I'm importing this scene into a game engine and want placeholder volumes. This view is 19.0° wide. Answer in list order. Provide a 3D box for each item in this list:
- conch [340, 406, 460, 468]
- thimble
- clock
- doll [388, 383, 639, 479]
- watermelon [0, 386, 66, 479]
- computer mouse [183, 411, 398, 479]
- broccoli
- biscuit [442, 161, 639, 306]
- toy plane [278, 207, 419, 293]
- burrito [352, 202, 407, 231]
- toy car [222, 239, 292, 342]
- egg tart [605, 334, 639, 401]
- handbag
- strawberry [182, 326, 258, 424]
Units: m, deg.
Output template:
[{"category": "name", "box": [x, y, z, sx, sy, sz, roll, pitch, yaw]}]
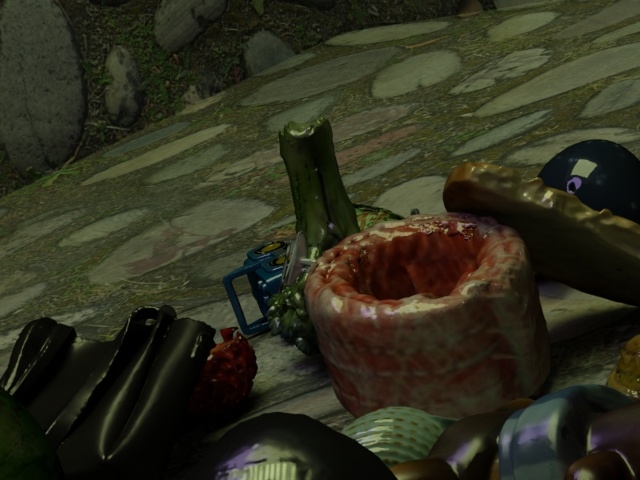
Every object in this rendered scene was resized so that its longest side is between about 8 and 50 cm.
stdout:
[{"category": "conch", "box": [0.073, 0.234, 1.587, 0.172, 0.131, 0.200, 11, 51, 11]}, {"category": "thimble", "box": [0.114, 0.084, 1.956, 0.239, 0.162, 0.239, -10, 26, 5]}, {"category": "clock", "box": [0.279, -0.025, 2.276, 0.243, 0.147, 0.199, -23, 11, 16]}, {"category": "doll", "box": [0.215, 0.207, 1.357, 0.339, 0.209, 0.318, -13, 14, 33]}, {"category": "watermelon", "box": [-0.384, 0.256, 1.674, 0.363, 0.363, 0.363, -17, 14, 5]}, {"category": "computer mouse", "box": [-0.049, 0.255, 1.314, 0.170, 0.269, 0.100, 25, 7, 23]}, {"category": "broccoli", "box": [-0.007, 0.014, 2.220, 0.177, 0.275, 0.198, -7, 29, 33]}, {"category": "biscuit", "box": [0.260, -0.001, 2.024, 0.040, 0.309, 0.204, -67, 12, -15]}, {"category": "toy plane", "box": [0.093, 0.039, 2.119, 0.107, 0.273, 0.182, 5, 64, 49]}, {"category": "burrito", "box": [0.051, -0.010, 2.667, 0.104, 0.054, 0.288, -25, 15, -21]}, {"category": "toy car", "box": [-0.062, 0.069, 2.429, 0.100, 0.097, 0.191, -22, 15, -9]}, {"category": "egg tart", "box": [0.336, 0.116, 1.854, 0.128, 0.049, 0.129, -16, 15, 4]}, {"category": "handbag", "box": [-0.267, 0.184, 2.095, 0.285, 0.113, 0.257, -9, 41, 35]}, {"category": "strawberry", "box": [-0.139, 0.161, 2.204, 0.145, 0.086, 0.145, -16, 14, 4]}]
